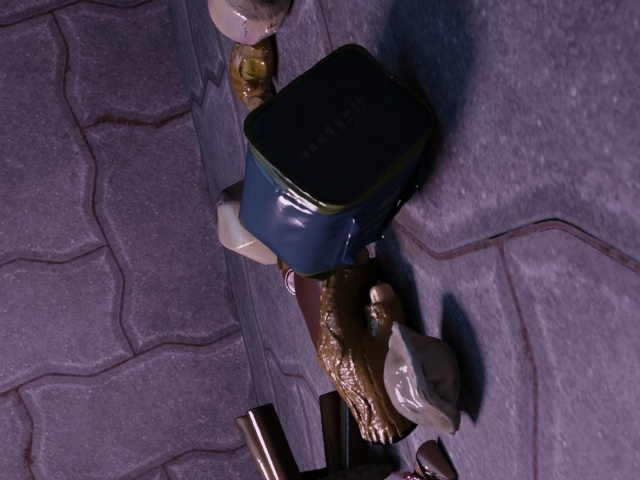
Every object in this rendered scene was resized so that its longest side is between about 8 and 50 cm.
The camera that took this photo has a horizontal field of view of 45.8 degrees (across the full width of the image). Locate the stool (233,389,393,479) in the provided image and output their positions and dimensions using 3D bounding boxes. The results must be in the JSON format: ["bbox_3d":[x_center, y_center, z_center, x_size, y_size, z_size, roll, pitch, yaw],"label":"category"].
[{"bbox_3d":[-0.032,0.458,1.666,0.310,0.311,0.226,125,130,-67],"label":"stool"}]

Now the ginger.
[{"bbox_3d":[-0.158,-0.412,1.743,0.157,0.102,0.216,-111,26,-62],"label":"ginger"}]

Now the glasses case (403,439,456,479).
[{"bbox_3d":[0.185,0.450,1.318,0.102,0.070,0.193,-121,22,-44],"label":"glasses case"}]

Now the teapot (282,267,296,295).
[{"bbox_3d":[-0.039,0.078,1.822,0.098,0.078,0.129,24,128,19],"label":"teapot"}]

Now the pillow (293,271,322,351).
[{"bbox_3d":[0.025,0.150,1.571,0.308,0.109,0.305,159,93,-79],"label":"pillow"}]

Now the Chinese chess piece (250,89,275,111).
[{"bbox_3d":[-0.133,-0.306,1.849,0.122,0.051,0.122,167,90,-75],"label":"Chinese chess piece"}]

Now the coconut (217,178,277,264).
[{"bbox_3d":[-0.139,-0.056,1.736,0.202,0.222,0.202,-23,54,36],"label":"coconut"}]

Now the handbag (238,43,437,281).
[{"bbox_3d":[0.018,-0.102,1.085,0.222,0.263,0.241,44,157,12],"label":"handbag"}]

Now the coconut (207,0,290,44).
[{"bbox_3d":[-0.142,-0.476,1.522,0.183,0.171,0.170,128,127,-68],"label":"coconut"}]

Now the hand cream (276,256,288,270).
[{"bbox_3d":[0.000,0.000,1.390,0.047,0.174,0.076,-143,42,-67],"label":"hand cream"}]

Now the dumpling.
[{"bbox_3d":[0.159,0.213,1.135,0.199,0.118,0.136,59,175,-24],"label":"dumpling"}]

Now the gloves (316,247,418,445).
[{"bbox_3d":[0.075,0.179,1.318,0.203,0.156,0.356,166,94,-71],"label":"gloves"}]
